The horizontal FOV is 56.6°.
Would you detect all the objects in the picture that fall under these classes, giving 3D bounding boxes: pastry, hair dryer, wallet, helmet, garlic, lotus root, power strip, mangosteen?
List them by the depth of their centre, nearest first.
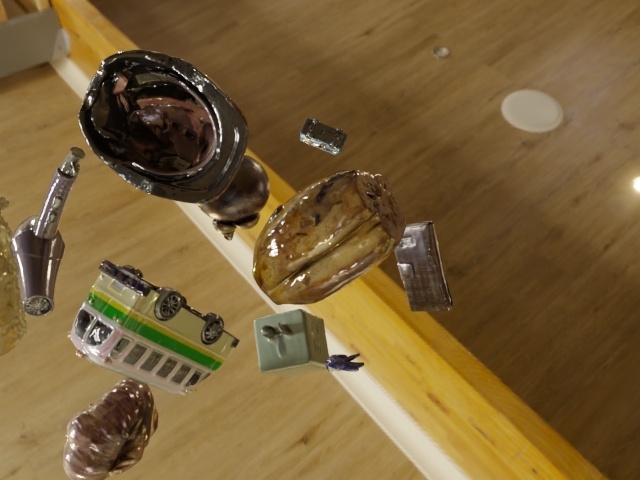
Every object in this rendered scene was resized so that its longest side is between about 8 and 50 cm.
[{"bbox_3d":[-0.468,0.074,0.800,0.089,0.258,0.121,31,-146,30],"label":"pastry"},{"bbox_3d":[-0.229,-0.173,0.899,0.253,0.198,0.154,27,-170,-6],"label":"helmet"},{"bbox_3d":[-0.003,0.003,1.018,0.193,0.291,0.193,39,-151,-28],"label":"lotus root"},{"bbox_3d":[-0.445,0.426,1.299,0.160,0.245,0.245,28,-125,14],"label":"garlic"},{"bbox_3d":[-0.593,-0.045,1.309,0.121,0.361,0.301,12,-151,-33],"label":"hair dryer"},{"bbox_3d":[-0.077,0.251,1.456,0.139,0.224,0.140,-13,-108,15],"label":"power strip"},{"bbox_3d":[-0.221,-0.108,1.492,0.194,0.230,0.194,-3,-150,2],"label":"mangosteen"},{"bbox_3d":[0.256,0.069,1.503,0.124,0.230,0.042,-8,-167,40],"label":"wallet"}]

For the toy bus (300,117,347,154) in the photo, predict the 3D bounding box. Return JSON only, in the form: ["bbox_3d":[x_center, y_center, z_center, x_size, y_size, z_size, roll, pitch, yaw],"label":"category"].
[{"bbox_3d":[0.005,-0.193,1.111,0.083,0.046,0.038,23,-110,2],"label":"toy bus"}]

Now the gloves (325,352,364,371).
[{"bbox_3d":[0.054,0.269,1.316,0.086,0.026,0.064,0,-159,4],"label":"gloves"}]

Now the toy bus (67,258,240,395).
[{"bbox_3d":[-0.307,0.181,1.125,0.143,0.305,0.179,21,-105,33],"label":"toy bus"}]
